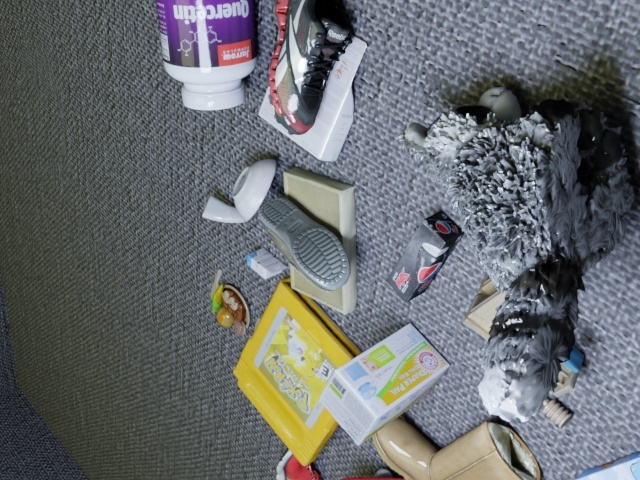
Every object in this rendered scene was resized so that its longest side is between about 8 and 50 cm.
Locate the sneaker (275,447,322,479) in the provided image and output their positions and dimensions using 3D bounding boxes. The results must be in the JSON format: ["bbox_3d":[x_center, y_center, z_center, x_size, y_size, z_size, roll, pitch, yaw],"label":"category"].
[{"bbox_3d":[-0.038,0.557,1.850,0.118,0.107,0.279,25,131,16],"label":"sneaker"}]

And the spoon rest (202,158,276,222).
[{"bbox_3d":[-0.159,-0.090,1.626,0.084,0.137,0.276,27,157,-22],"label":"spoon rest"}]

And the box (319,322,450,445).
[{"bbox_3d":[0.117,0.255,1.387,0.114,0.203,0.103,46,139,21],"label":"box"}]

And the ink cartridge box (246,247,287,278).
[{"bbox_3d":[-0.118,0.055,1.691,0.083,0.048,0.028,37,134,34],"label":"ink cartridge box"}]

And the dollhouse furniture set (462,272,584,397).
[{"bbox_3d":[0.336,0.108,1.134,0.183,0.129,0.129,38,140,-3],"label":"dollhouse furniture set"}]

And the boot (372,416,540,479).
[{"bbox_3d":[0.239,0.379,1.410,0.236,0.089,0.269,47,141,5],"label":"boot"}]

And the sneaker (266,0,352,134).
[{"bbox_3d":[-0.015,-0.314,1.296,0.135,0.097,0.276,12,101,42],"label":"sneaker"}]

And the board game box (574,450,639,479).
[{"bbox_3d":[0.500,0.388,1.131,0.160,0.039,0.211,56,143,12],"label":"board game box"}]

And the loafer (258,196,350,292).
[{"bbox_3d":[-0.025,0.014,1.479,0.251,0.094,0.087,49,165,35],"label":"loafer"}]

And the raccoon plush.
[{"bbox_3d":[0.196,-0.017,1.013,0.299,0.446,0.216,2,144,51],"label":"raccoon plush"}]

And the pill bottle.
[{"bbox_3d":[-0.212,-0.417,1.442,0.181,0.181,0.323,24,127,41],"label":"pill bottle"}]

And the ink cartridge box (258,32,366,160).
[{"bbox_3d":[-0.005,-0.283,1.390,0.181,0.056,0.225,40,117,31],"label":"ink cartridge box"}]

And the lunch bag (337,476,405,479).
[{"bbox_3d":[0.143,0.625,1.569,0.258,0.120,0.293,-3,112,9],"label":"lunch bag"}]

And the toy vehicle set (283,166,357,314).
[{"bbox_3d":[0.000,0.000,1.530,0.166,0.035,0.267,24,126,42],"label":"toy vehicle set"}]

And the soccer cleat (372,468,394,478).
[{"bbox_3d":[0.126,0.572,1.664,0.076,0.068,0.196,-145,47,-61],"label":"soccer cleat"}]

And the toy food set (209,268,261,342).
[{"bbox_3d":[-0.219,0.172,1.885,0.192,0.038,0.132,46,139,24],"label":"toy food set"}]

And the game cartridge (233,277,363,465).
[{"bbox_3d":[-0.051,0.289,1.684,0.285,0.052,0.324,45,125,25],"label":"game cartridge"}]

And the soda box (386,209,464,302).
[{"bbox_3d":[0.177,0.030,1.317,0.060,0.053,0.169,49,140,22],"label":"soda box"}]

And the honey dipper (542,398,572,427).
[{"bbox_3d":[0.337,0.240,1.256,0.160,0.030,0.030,42,137,31],"label":"honey dipper"}]
